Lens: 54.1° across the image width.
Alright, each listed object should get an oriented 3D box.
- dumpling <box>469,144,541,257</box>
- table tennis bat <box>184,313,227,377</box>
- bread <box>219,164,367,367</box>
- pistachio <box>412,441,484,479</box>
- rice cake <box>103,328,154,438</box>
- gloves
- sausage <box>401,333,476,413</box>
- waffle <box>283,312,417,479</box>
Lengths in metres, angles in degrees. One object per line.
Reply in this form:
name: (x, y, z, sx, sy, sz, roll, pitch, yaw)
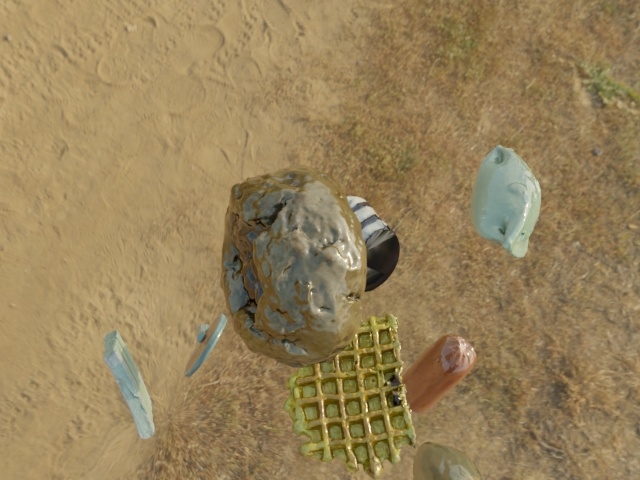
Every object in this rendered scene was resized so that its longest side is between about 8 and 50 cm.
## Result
dumpling: (0.317, -0.051, 1.019, 0.149, 0.105, 0.217, 28, 49, -16)
table tennis bat: (-0.257, 0.225, 1.396, 0.040, 0.244, 0.153, 34, 86, -11)
bread: (-0.039, 0.028, 0.689, 0.122, 0.230, 0.230, -3, 75, -20)
pistachio: (0.273, 0.515, 1.334, 0.135, 0.226, 0.136, -5, 107, -17)
rice cake: (-0.429, 0.325, 1.415, 0.043, 0.127, 0.237, -20, 116, -9)
gloves: (0.010, -0.011, 0.946, 0.131, 0.140, 0.218, -37, 43, -16)
sausage: (0.288, 0.329, 1.564, 0.113, 0.259, 0.114, 17, 42, -16)
waffle: (0.071, 0.279, 1.158, 0.283, 0.065, 0.309, 33, 76, 21)
